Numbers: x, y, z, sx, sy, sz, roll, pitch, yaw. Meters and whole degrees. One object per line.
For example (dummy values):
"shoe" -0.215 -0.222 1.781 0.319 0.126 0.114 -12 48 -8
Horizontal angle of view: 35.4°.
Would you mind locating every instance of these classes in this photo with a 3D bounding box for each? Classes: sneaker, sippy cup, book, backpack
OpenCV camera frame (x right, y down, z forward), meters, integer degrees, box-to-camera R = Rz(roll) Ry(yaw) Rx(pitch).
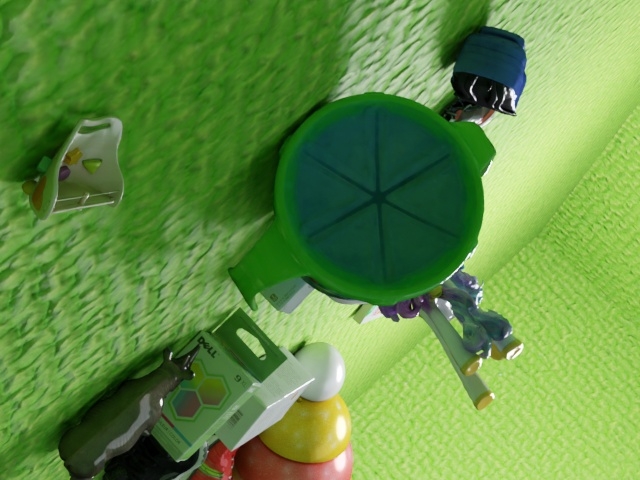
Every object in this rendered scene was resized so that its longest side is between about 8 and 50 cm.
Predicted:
"sneaker" 0.193 -0.176 1.507 0.158 0.061 0.065 -44 140 -6
"sneaker" -0.209 0.470 2.047 0.279 0.118 0.107 -48 167 13
"sippy cup" 0.049 -0.027 1.181 0.224 0.305 0.240 124 -30 -74
"book" 0.135 0.134 2.265 0.096 0.035 0.144 -55 162 23
"sneaker" -0.269 0.350 1.566 0.124 0.107 0.283 -25 157 -39
"backpack" 0.223 -0.230 1.321 0.120 0.098 0.101 26 80 -76

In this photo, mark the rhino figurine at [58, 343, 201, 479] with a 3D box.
"rhino figurine" -0.244 0.221 1.315 0.243 0.073 0.106 -42 169 -18

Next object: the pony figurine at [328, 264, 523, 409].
"pony figurine" 0.180 0.083 1.714 0.303 0.363 0.351 -37 150 -4

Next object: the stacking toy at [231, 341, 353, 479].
"stacking toy" -0.039 0.412 2.150 0.350 0.350 0.480 -27 141 -52

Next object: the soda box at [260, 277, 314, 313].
"soda box" 0.000 0.000 1.377 0.216 0.074 0.069 -46 166 1

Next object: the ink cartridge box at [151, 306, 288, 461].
"ink cartridge box" -0.160 0.202 1.426 0.209 0.109 0.062 -44 167 -2

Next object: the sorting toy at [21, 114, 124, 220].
"sorting toy" -0.180 -0.060 0.753 0.075 0.045 0.083 -59 162 22

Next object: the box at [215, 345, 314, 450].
"box" -0.115 0.288 1.846 0.130 0.091 0.170 -53 164 28
